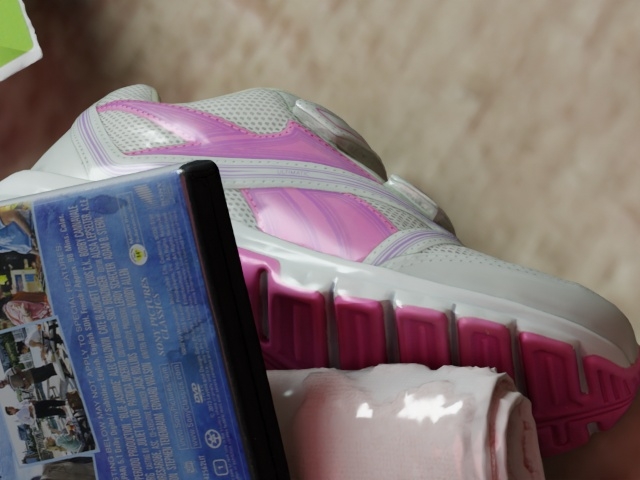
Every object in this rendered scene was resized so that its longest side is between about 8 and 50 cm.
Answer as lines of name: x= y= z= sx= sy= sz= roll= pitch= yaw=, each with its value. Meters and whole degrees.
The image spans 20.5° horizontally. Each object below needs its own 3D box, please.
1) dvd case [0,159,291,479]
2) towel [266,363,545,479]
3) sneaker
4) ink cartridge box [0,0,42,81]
dvd case: x=-0.122 y=0.080 z=0.628 sx=0.253 sy=0.022 sz=0.180 roll=-10 pitch=96 yaw=31
towel: x=-0.061 y=0.204 z=0.664 sx=0.332 sy=0.053 sz=0.316 roll=-4 pitch=98 yaw=29
sneaker: x=0.000 y=0.000 z=0.655 sx=0.252 sy=0.103 sz=0.111 roll=18 pitch=54 yaw=8
ink cartridge box: x=-0.204 y=-0.150 z=0.781 sx=0.189 sy=0.097 sz=0.255 roll=-25 pitch=77 yaw=24
